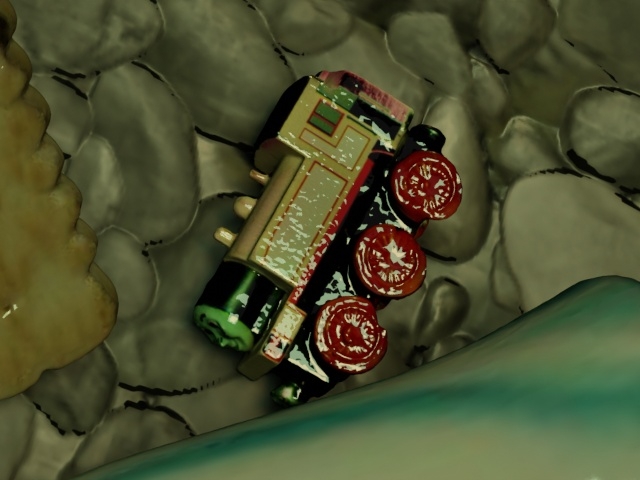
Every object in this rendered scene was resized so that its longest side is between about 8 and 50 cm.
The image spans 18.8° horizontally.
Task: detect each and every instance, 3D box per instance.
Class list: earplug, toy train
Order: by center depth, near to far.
[{"bbox_3d":[-0.016,0.133,0.701,0.324,0.185,0.185,-12,81,-17],"label":"earplug"},{"bbox_3d":[0.000,0.000,0.800,0.087,0.050,0.138,31,69,-6],"label":"toy train"}]

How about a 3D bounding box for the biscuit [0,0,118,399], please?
[{"bbox_3d":[-0.203,-0.055,0.656,0.217,0.044,0.324,-29,121,-21],"label":"biscuit"}]
